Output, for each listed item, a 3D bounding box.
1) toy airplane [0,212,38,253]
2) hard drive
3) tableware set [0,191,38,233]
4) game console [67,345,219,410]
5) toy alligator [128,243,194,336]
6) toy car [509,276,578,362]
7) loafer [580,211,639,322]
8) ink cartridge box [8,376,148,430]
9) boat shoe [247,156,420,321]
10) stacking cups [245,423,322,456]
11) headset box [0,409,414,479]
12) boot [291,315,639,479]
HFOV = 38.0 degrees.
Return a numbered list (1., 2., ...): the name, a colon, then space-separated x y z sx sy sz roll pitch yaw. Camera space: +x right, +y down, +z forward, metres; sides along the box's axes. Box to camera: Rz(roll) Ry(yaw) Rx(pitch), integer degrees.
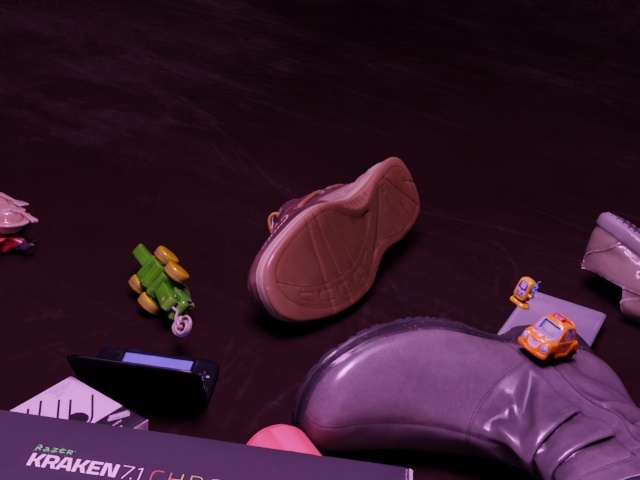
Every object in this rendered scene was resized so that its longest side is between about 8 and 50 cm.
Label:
1. toy airplane: -0.410 -0.003 1.101 0.151 0.028 0.151 6 21 -2
2. hard drive: 0.256 0.105 1.038 0.094 0.022 0.135 18 30 22
3. tableware set: -0.423 -0.031 1.102 0.169 0.020 0.141 -7 24 -35
4. game console: -0.163 0.115 0.878 0.122 0.071 0.107 8 28 3
5. toy alligator: -0.161 0.060 1.012 0.051 0.056 0.189 38 5 -38
6. toy car: 0.198 0.066 0.871 0.060 0.040 0.122 9 26 -25
7. loafer: 0.406 0.069 1.092 0.094 0.087 0.251 16 26 -45
8. ink cartridge box: -0.246 0.189 0.746 0.097 0.046 0.207 21 31 28
9. boat shoe: 0.000 0.000 1.118 0.123 0.123 0.342 -13 20 35
10. stacking cups: 0.034 0.238 0.659 0.096 0.096 0.316 -7 29 -24
11. headset box: -0.091 0.225 0.450 0.246 0.283 0.131 8 27 3
12. boot: 0.165 0.166 0.795 0.338 0.118 0.222 -6 31 -24
